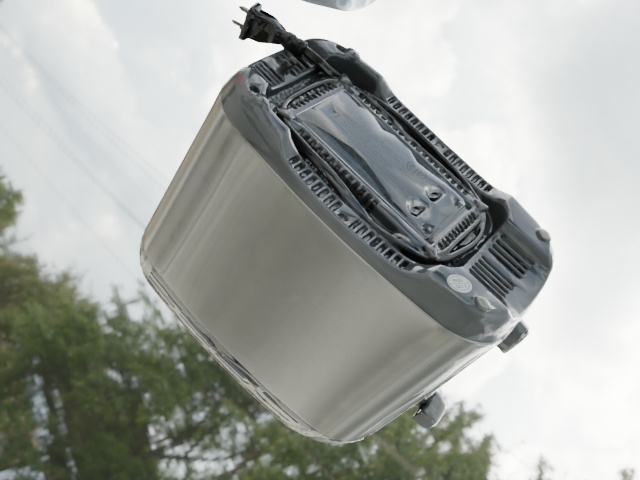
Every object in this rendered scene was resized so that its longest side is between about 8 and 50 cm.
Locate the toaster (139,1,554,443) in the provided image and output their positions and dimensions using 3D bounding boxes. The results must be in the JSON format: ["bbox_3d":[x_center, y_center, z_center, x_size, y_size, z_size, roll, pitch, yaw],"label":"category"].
[{"bbox_3d":[0.000,0.000,0.592,0.227,0.129,0.146,43,-54,6],"label":"toaster"}]

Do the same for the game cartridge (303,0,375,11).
[{"bbox_3d":[0.051,-0.272,0.747,0.062,0.297,0.198,16,-56,11],"label":"game cartridge"}]
